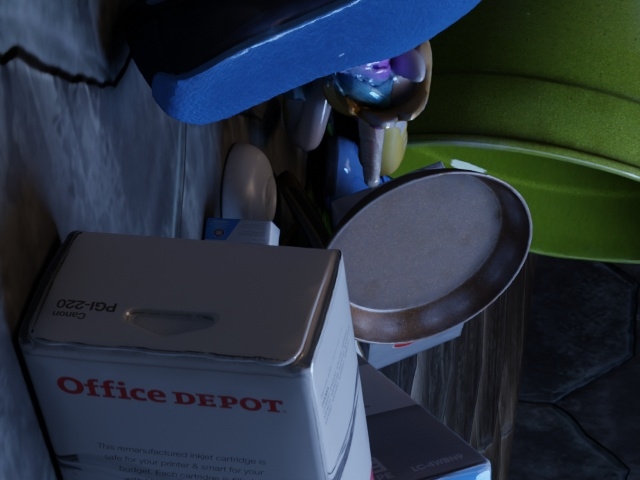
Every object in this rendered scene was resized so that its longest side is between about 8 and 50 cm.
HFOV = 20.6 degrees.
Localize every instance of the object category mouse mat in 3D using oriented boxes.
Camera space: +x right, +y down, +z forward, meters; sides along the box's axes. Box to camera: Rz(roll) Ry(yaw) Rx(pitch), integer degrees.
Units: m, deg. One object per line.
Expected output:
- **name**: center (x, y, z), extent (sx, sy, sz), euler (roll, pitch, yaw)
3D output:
- **mouse mat**: center (0.000, 0.000, 1.602), extent (0.189, 0.007, 0.152), euler (-74, 162, -46)

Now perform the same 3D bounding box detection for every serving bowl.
- **serving bowl**: center (-0.050, -0.031, 1.309), extent (0.083, 0.027, 0.083), euler (1, 90, -77)

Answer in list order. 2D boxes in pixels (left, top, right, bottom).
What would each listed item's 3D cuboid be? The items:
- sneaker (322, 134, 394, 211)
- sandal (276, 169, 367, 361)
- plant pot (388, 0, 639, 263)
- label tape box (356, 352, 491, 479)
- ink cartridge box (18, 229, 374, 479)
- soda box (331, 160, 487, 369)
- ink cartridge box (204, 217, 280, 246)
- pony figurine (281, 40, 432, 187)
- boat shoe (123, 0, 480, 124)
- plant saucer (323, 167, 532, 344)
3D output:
- **sneaker**: center (0.052, -0.043, 1.632), extent (0.209, 0.082, 0.069), euler (59, 37, -67)
- **sandal**: center (-0.008, 0.053, 1.432), extent (0.090, 0.060, 0.219), euler (-131, -154, -71)
- **plant pot**: center (0.239, -0.198, 1.731), extent (0.366, 0.367, 0.353), euler (53, 47, -71)
- **label tape box**: center (-0.006, 0.207, 1.266), extent (0.348, 0.115, 0.249), euler (34, -48, 57)
- **ink cartridge box**: center (-0.059, 0.105, 0.972), extent (0.092, 0.159, 0.218), euler (-73, 161, -44)
- **soda box**: center (0.067, 0.029, 1.482), extent (0.286, 0.098, 0.091), euler (87, -19, -75)
- **ink cartridge box**: center (-0.058, 0.028, 1.230), extent (0.028, 0.048, 0.083), euler (51, 44, -72)
- **pony figurine**: center (0.055, -0.210, 1.303), extent (0.363, 0.303, 0.351), euler (-166, -93, -87)
- **boat shoe**: center (0.002, -0.159, 1.068), extent (0.089, 0.258, 0.109), euler (54, -35, 24)
- **plant saucer**: center (0.072, 0.007, 1.286), extent (0.168, 0.168, 0.029), euler (80, -10, -46)
